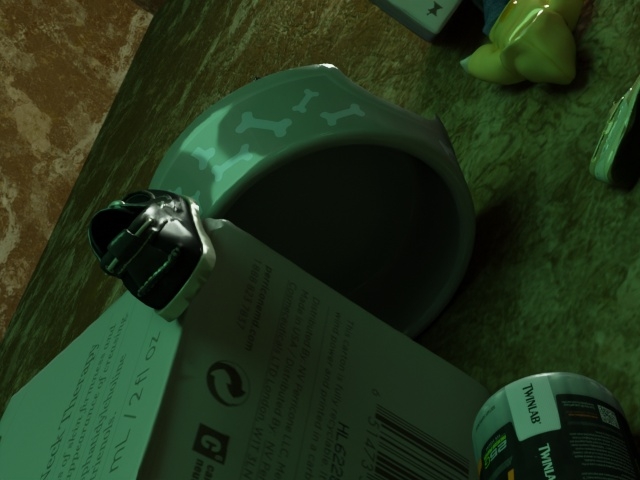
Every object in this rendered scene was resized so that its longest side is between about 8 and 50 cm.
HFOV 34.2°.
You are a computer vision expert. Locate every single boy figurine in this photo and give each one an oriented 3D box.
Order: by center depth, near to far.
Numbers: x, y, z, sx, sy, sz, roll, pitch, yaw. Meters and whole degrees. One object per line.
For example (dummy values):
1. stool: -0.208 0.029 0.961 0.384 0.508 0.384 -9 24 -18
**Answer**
1. boy figurine: 0.232 -0.252 1.218 0.177 0.092 0.285 -43 23 26

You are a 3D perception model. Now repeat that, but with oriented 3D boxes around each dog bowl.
1. dog bowl: 0.000 0.000 1.059 0.349 0.349 0.102 -50 37 17

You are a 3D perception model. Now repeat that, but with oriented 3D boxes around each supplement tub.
1. supplement tub: 0.173 0.193 0.717 0.117 0.117 0.190 -45 25 26

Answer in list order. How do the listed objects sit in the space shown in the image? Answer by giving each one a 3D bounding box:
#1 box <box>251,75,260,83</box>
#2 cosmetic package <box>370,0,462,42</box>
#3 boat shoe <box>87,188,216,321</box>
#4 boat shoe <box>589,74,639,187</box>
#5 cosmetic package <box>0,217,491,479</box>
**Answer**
1. box: -0.125 -0.189 1.873 0.180 0.077 0.147 -54 23 10
2. cosmetic package: 0.139 -0.379 1.425 0.151 0.151 0.183 -54 2 7
3. boat shoe: -0.145 -0.008 0.834 0.084 0.079 0.233 -57 21 3
4. boat shoe: 0.289 -0.114 0.969 0.135 0.050 0.045 -60 28 -7
5. cosmetic package: -0.105 0.262 0.917 0.394 0.327 0.329 -38 28 39
